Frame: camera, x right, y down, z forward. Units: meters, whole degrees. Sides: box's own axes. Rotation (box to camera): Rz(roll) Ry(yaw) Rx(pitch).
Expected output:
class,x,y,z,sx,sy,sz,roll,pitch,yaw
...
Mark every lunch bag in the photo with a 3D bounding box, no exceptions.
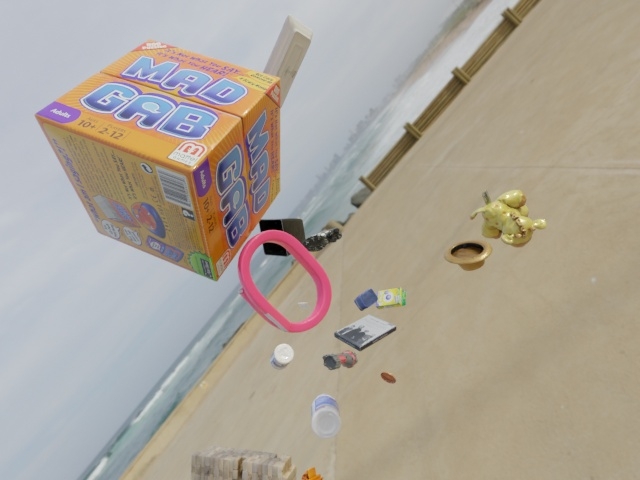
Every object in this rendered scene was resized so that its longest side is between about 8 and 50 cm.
class,x,y,z,sx,sy,sz,roll,pitch,yaw
lunch bag,0.202,0.261,1.834,0.098,0.067,0.065,-27,-10,-35

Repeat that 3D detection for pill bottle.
class,x,y,z,sx,sy,sz,roll,pitch,yaw
pill bottle,-0.134,0.398,1.402,0.067,0.067,0.120,-54,-5,-34
pill bottle,0.025,0.904,2.167,0.152,0.152,0.272,-50,1,-1

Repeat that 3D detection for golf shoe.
class,x,y,z,sx,sy,sz,roll,pitch,yaw
golf shoe,0.000,0.000,1.908,0.198,0.077,0.094,-18,8,-17

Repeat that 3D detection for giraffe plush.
class,x,y,z,sx,sy,sz,roll,pitch,yaw
giraffe plush,0.592,-0.053,1.278,0.181,0.210,0.171,-49,39,18

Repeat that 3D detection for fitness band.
class,x,y,z,sx,sy,sz,roll,pitch,yaw
fitness band,-0.091,0.109,1.072,0.054,0.291,0.209,-16,30,52

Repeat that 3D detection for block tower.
class,x,y,z,sx,sy,sz,roll,pitch,yaw
block tower,-0.248,0.738,1.335,0.097,0.334,0.091,24,-114,-73

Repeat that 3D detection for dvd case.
class,x,y,z,sx,sy,sz,roll,pitch,yaw
dvd case,0.210,0.426,1.936,0.238,0.030,0.179,-19,22,-34

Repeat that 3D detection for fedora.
class,x,y,z,sx,sy,sz,roll,pitch,yaw
fedora,0.607,0.070,1.693,0.194,0.079,0.194,-19,22,8

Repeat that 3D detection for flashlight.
class,x,y,z,sx,sy,sz,roll,pitch,yaw
flashlight,0.117,0.676,2.321,0.103,0.104,0.304,-15,-15,20

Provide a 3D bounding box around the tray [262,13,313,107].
class,x,y,z,sx,sy,sz,roll,pitch,yaw
tray,-0.106,-0.497,1.211,0.271,0.030,0.145,-61,-19,20

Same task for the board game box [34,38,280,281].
class,x,y,z,sx,sy,sz,roll,pitch,yaw
board game box,-0.329,-0.192,0.991,0.357,0.355,0.357,97,-163,-51

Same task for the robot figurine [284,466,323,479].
class,x,y,z,sx,sy,sz,roll,pitch,yaw
robot figurine,-0.127,0.599,0.879,0.291,0.085,0.211,-41,-30,16

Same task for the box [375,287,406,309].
class,x,y,z,sx,sy,sz,roll,pitch,yaw
box,0.407,0.333,2.380,0.179,0.043,0.105,-13,49,31

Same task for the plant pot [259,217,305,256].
class,x,y,z,sx,sy,sz,roll,pitch,yaw
plant pot,-0.183,-0.034,2.112,0.187,0.188,0.166,2,15,45

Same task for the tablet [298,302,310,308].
class,x,y,z,sx,sy,sz,roll,pitch,yaw
tablet,-0.093,0.377,2.387,0.083,0.054,0.006,63,-153,-55

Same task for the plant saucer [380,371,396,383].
class,x,y,z,sx,sy,sz,roll,pitch,yaw
plant saucer,0.346,0.694,2.104,0.013,0.083,0.083,-50,3,-41
